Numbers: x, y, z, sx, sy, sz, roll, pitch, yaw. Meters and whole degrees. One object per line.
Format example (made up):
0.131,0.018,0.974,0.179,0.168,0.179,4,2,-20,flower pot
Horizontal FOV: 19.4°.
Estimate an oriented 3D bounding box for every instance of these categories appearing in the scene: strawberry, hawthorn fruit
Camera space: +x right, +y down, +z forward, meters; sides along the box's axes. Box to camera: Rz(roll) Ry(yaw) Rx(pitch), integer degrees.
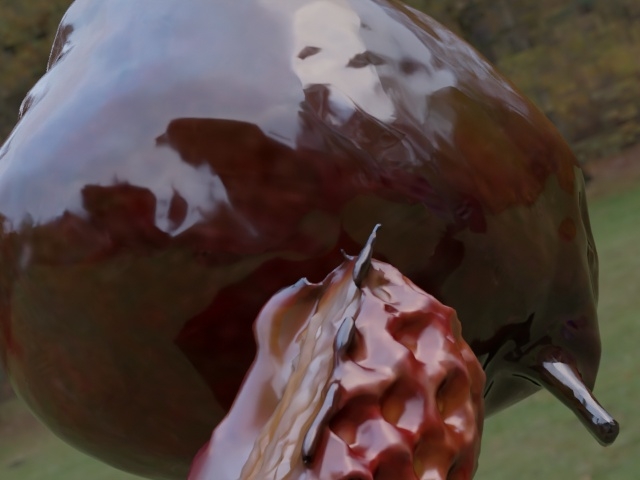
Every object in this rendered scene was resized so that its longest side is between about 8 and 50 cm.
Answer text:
-0.011,0.173,0.757,0.253,0.150,0.280,-48,15,47,strawberry
-0.019,-0.012,1.004,0.325,0.308,0.308,-7,3,8,hawthorn fruit
